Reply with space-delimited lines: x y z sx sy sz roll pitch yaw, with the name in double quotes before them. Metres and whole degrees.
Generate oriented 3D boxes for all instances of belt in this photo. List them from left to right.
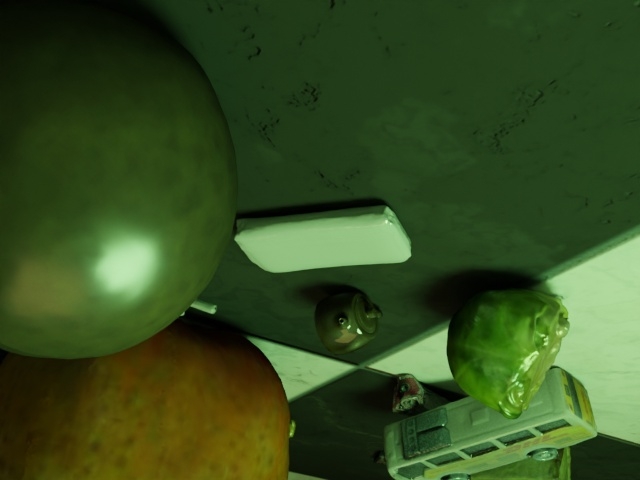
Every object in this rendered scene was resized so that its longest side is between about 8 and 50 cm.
"belt" 0.195 0.293 1.232 0.071 0.053 0.232 -14 146 37

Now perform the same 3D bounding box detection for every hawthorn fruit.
"hawthorn fruit" -0.263 0.331 1.030 0.471 0.472 0.472 6 152 3

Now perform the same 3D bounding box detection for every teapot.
"teapot" 0.045 0.100 0.897 0.068 0.076 0.121 -23 167 31

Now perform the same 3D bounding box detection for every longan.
"longan" -0.180 -0.041 0.526 0.257 0.258 0.258 6 152 3

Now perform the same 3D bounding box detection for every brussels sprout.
"brussels sprout" 0.213 0.118 0.831 0.122 0.152 0.149 29 -172 23

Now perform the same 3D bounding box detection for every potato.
"potato" 0.359 0.439 1.402 0.255 0.112 0.269 0 148 22

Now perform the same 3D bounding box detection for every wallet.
"wallet" 0.000 0.000 0.761 0.189 0.033 0.095 -7 147 24

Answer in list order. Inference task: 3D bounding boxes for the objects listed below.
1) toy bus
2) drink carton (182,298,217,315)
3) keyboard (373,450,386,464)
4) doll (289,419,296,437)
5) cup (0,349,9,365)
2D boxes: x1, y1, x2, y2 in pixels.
"toy bus" 0.259 0.309 1.130 0.342 0.097 0.138 -27 137 29
"drink carton" -0.217 0.054 0.873 0.199 0.075 0.084 -1 151 15
"keyboard" 0.287 0.548 1.717 0.309 0.018 0.101 9 153 -1
"doll" -0.197 0.344 1.389 0.160 0.094 0.365 -8 148 33
"cup" -0.529 0.159 1.084 0.113 0.138 0.150 -11 147 31
